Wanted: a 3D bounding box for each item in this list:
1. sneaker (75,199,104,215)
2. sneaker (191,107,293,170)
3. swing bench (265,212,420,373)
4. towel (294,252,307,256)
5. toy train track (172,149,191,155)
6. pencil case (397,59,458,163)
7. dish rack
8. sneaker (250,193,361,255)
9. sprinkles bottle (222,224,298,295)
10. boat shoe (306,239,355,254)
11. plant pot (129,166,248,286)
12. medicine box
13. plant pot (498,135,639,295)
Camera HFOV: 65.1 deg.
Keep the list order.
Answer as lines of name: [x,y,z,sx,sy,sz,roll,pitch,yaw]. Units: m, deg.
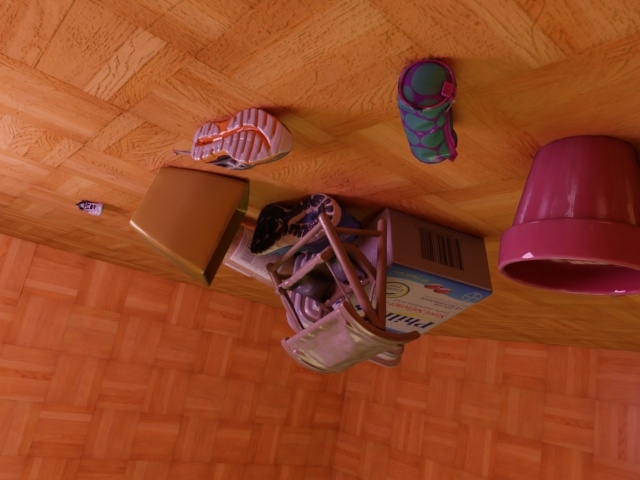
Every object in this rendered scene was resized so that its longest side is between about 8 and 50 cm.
sneaker: [-0.678,-0.098,1.464,0.069,0.038,0.098,22,162,-39]
sneaker: [-0.113,-0.150,0.789,0.215,0.084,0.083,9,172,44]
swing bench: [0.030,0.118,0.994,0.165,0.254,0.253,3,153,-31]
towel: [-0.025,0.046,1.469,0.329,0.037,0.237,1,148,26]
toy train track: [-0.245,-0.160,0.960,0.084,0.014,0.048,9,165,10]
pencil case: [0.136,-0.151,0.619,0.070,0.064,0.151,32,175,23]
dish rack: [0.085,0.161,1.323,0.333,0.285,0.072,24,128,-15]
sneaker: [-0.041,-0.011,1.162,0.147,0.129,0.330,25,160,-37]
sprinkles bottle: [-0.166,0.050,1.379,0.356,0.121,0.121,31,158,-26]
boat shoe: [0.000,0.000,1.296,0.220,0.077,0.070,3,173,34]
plant pot: [-0.288,-0.042,1.101,0.187,0.212,0.212,25,165,-4]
medicine box: [0.195,0.088,1.168,0.264,0.149,0.289,16,144,-20]
plant pot: [0.354,-0.033,0.684,0.202,0.180,0.201,9,166,2]
